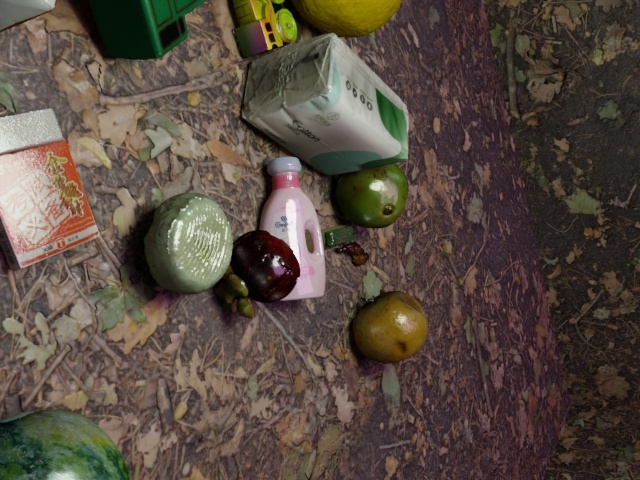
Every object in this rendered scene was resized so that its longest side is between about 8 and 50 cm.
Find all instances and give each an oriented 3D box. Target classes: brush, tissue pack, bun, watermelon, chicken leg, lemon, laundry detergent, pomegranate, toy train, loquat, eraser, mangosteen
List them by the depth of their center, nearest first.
[{"bbox_3d":[-0.428,0.378,0.929,0.224,0.180,0.305,45,32,24],"label":"watermelon"},{"bbox_3d":[-0.463,-0.087,1.037,0.157,0.038,0.230,-33,111,-52],"label":"eraser"},{"bbox_3d":[-0.306,-0.499,1.204,0.429,0.178,0.249,-61,151,-48],"label":"toy train"},{"bbox_3d":[-0.260,0.005,1.236,0.195,0.118,0.195,-1,91,-55],"label":"bun"},{"bbox_3d":[-0.138,0.066,1.374,0.180,0.166,0.166,-40,121,-15],"label":"mangosteen"},{"bbox_3d":[-0.153,-0.575,1.503,0.161,0.101,0.296,-35,112,-50],"label":"toy train"},{"bbox_3d":[-0.070,-0.028,1.517,0.159,0.088,0.334,-2,84,-29],"label":"laundry detergent"},{"bbox_3d":[0.024,-0.308,1.562,0.356,0.266,0.193,28,62,-48],"label":"tissue pack"},{"bbox_3d":[0.063,-0.682,1.647,0.336,0.336,0.335,13,73,-53],"label":"lemon"},{"bbox_3d":[0.000,0.000,1.667,0.282,0.048,0.054,-14,97,-52],"label":"brush"},{"bbox_3d":[0.127,-0.158,1.751,0.159,0.190,0.240,22,67,-36],"label":"pomegranate"},{"bbox_3d":[0.195,0.229,1.767,0.213,0.213,0.213,13,73,-53],"label":"loquat"},{"bbox_3d":[0.091,0.033,1.801,0.145,0.037,0.062,36,70,-48],"label":"chicken leg"}]

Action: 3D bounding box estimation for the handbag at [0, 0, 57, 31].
[{"bbox_3d":[-0.488,-0.475,0.991,0.171,0.151,0.298,53,27,-50],"label":"handbag"}]
